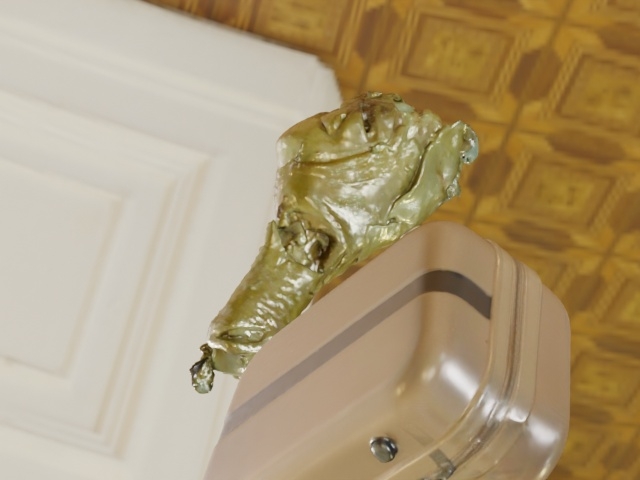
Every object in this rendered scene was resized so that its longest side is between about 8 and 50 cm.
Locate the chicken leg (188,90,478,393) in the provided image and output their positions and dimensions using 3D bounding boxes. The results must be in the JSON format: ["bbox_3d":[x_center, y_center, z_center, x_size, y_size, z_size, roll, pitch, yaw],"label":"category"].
[{"bbox_3d":[0.000,0.000,1.654,0.201,0.429,0.153,41,150,-14],"label":"chicken leg"}]

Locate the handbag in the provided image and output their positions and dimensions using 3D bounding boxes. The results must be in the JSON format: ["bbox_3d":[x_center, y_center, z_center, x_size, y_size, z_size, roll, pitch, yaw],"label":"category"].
[{"bbox_3d":[0.054,0.109,1.172,0.149,0.283,0.302,36,132,-15],"label":"handbag"}]
